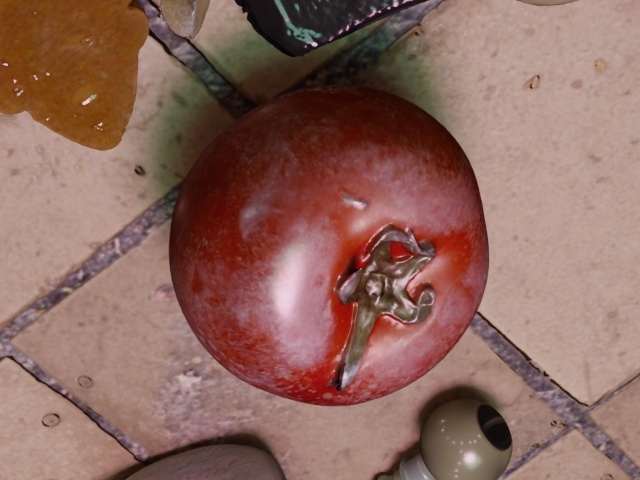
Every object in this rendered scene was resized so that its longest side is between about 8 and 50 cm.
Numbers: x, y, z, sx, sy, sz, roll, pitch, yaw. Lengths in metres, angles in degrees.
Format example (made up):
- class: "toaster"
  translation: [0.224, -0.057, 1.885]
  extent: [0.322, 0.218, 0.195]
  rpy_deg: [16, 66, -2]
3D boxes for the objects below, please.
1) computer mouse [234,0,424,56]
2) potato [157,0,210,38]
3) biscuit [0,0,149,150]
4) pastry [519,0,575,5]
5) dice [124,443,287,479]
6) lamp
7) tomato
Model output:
- class: "computer mouse"
  translation: [0.032, -0.229, 1.434]
  extent: [0.217, 0.073, 0.122]
  rpy_deg: [-19, 111, 12]
- class: "potato"
  translation: [-0.106, -0.210, 1.445]
  extent: [0.037, 0.036, 0.093]
  rpy_deg: [14, 107, 20]
- class: "biscuit"
  translation: [-0.203, -0.152, 1.427]
  extent: [0.162, 0.035, 0.250]
  rpy_deg: [-26, 143, -5]
- class: "pastry"
  translation: [0.194, -0.259, 1.447]
  extent: [0.156, 0.092, 0.156]
  rpy_deg: [-10, 133, -10]
- class: "dice"
  translation: [-0.101, 0.324, 1.732]
  extent: [0.194, 0.193, 0.191]
  rpy_deg: [-18, 126, -2]
- class: "lamp"
  translation: [0.112, 0.220, 1.785]
  extent: [0.091, 0.091, 0.163]
  rpy_deg: [33, 128, -31]
- class: "tomato"
  translation: [0.000, 0.000, 1.500]
  extent: [0.270, 0.227, 0.270]
  rpy_deg: [-15, 121, -26]
